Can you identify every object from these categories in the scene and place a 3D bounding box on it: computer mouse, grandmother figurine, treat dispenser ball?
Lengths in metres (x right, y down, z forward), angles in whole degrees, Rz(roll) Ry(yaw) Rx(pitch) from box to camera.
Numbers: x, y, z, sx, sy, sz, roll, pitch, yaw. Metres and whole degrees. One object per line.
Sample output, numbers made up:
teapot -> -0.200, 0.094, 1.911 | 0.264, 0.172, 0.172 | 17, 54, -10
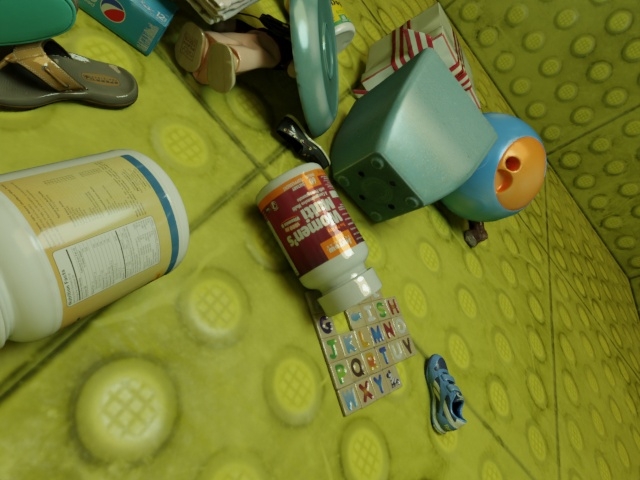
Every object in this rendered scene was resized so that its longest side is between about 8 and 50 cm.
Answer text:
computer mouse -> -0.140, -0.419, 0.747 | 0.242, 0.041, 0.071 | 30, 36, 15
grandmother figurine -> -0.116, -0.361, 0.800 | 0.208, 0.104, 0.342 | 44, 37, 4
treat dispenser ball -> 0.444, -0.193, 1.127 | 0.288, 0.288, 0.288 | 26, 50, -34

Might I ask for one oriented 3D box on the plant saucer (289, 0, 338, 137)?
plant saucer -> -0.002, -0.362, 0.811 | 0.317, 0.044, 0.317 | -2, 90, -79

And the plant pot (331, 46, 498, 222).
plant pot -> 0.167, -0.183, 0.878 | 0.247, 0.248, 0.252 | 45, 57, -17

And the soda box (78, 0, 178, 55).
soda box -> -0.323, -0.376, 0.611 | 0.210, 0.067, 0.071 | 33, 45, -29

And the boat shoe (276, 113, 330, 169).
boat shoe -> -0.033, -0.182, 0.815 | 0.133, 0.049, 0.042 | 43, 74, -32

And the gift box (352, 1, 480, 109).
gift box -> 0.246, -0.437, 1.110 | 0.276, 0.255, 0.258 | 41, 40, -30

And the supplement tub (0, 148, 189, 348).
supplement tub -> -0.243, 0.002, 0.393 | 0.144, 0.144, 0.200 | 57, 39, -2

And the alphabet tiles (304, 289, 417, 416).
alphabet tiles -> 0.086, 0.170, 0.739 | 0.237, 0.009, 0.198 | -3, 68, -47

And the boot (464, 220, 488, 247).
boot -> 0.443, -0.037, 1.230 | 0.114, 0.037, 0.106 | -17, 77, -45

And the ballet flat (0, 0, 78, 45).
ballet flat -> -0.401, -0.241, 0.378 | 0.316, 0.107, 0.106 | -25, 77, -38

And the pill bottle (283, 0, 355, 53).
pill bottle -> -0.015, -0.557, 1.010 | 0.117, 0.117, 0.208 | -29, 88, -51

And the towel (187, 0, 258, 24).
towel -> -0.215, -0.515, 0.700 | 0.317, 0.053, 0.332 | 37, 46, -8

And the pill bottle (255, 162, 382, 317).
pill bottle -> 0.000, 0.000, 0.663 | 0.121, 0.121, 0.221 | -24, 82, -51

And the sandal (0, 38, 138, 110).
sandal -> -0.320, -0.205, 0.510 | 0.219, 0.060, 0.090 | -13, 75, -49

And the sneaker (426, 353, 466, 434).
sneaker -> 0.238, 0.282, 0.787 | 0.053, 0.059, 0.144 | 23, 50, -33
